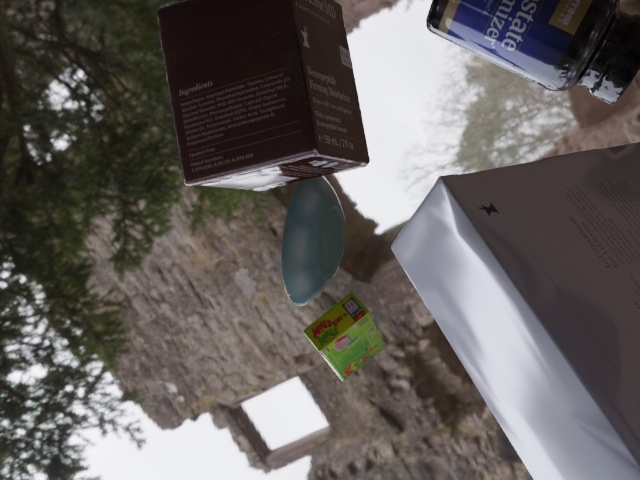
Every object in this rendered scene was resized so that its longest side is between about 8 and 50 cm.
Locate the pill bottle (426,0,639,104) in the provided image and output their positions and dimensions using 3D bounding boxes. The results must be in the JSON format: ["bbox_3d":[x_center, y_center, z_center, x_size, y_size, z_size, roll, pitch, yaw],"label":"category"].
[{"bbox_3d":[0.235,-0.234,0.807,0.219,0.122,0.123,28,-149,7],"label":"pill bottle"}]

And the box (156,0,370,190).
[{"bbox_3d":[-0.062,-0.172,0.875,0.168,0.167,0.203,-5,-95,-66],"label":"box"}]

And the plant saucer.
[{"bbox_3d":[0.000,0.000,1.081,0.195,0.038,0.194,8,-90,-69],"label":"plant saucer"}]

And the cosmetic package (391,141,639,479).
[{"bbox_3d":[0.266,0.101,0.549,0.285,0.097,0.377,-10,-122,-34],"label":"cosmetic package"}]

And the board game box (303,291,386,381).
[{"bbox_3d":[0.041,0.151,1.160,0.043,0.092,0.181,49,174,27],"label":"board game box"}]
